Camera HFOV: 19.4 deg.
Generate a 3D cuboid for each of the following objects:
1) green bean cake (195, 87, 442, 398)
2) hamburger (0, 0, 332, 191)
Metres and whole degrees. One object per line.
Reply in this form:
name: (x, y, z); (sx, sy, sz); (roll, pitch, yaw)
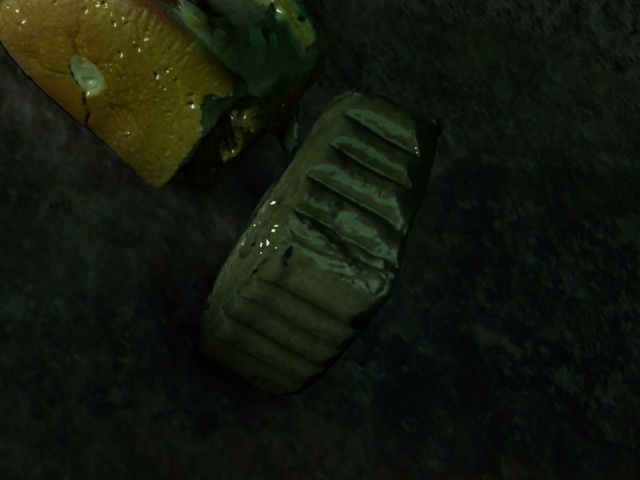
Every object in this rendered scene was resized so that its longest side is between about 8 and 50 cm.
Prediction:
green bean cake: (0.000, 0.000, 1.579); (0.125, 0.222, 0.227); (31, 51, -3)
hamburger: (-0.122, -0.177, 1.625); (0.288, 0.192, 0.168); (42, 39, -7)
